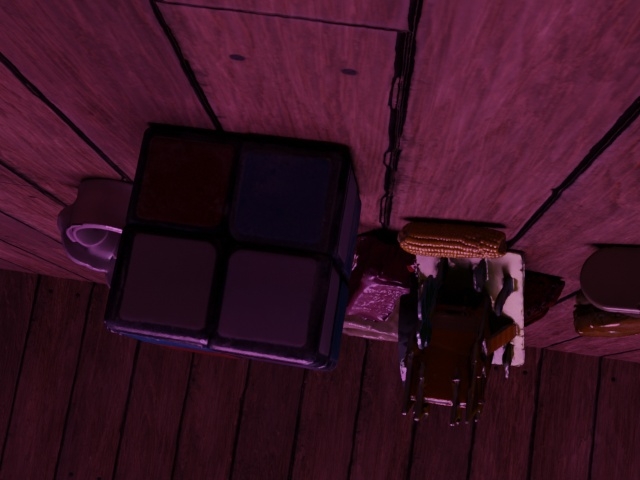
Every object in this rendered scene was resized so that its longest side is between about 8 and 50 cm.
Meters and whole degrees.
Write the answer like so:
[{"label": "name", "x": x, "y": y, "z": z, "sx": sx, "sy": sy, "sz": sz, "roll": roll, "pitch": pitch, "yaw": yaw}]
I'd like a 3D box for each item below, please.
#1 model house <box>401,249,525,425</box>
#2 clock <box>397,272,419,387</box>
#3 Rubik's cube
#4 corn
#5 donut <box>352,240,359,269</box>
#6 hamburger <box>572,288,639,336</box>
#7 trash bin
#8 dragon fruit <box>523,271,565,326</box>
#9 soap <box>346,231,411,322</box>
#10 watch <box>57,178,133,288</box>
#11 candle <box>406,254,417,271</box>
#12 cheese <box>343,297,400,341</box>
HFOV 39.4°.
[{"label": "model house", "x": 0.287, "y": 0.217, "z": 1.832, "sx": 0.242, "sy": 0.313, "sz": 0.358, "roll": 5, "pitch": 128, "yaw": 16}, {"label": "clock", "x": 0.253, "y": 0.236, "z": 2.284, "sx": 0.061, "sy": 0.313, "sz": 0.312, "roll": 0, "pitch": 168, "yaw": 15}, {"label": "Rubik's cube", "x": -0.116, "y": 0.026, "z": 1.393, "sx": 0.313, "sy": 0.316, "sz": 0.318, "roll": 8, "pitch": 169, "yaw": 8}, {"label": "corn", "x": 0.240, "y": 0.000, "z": 1.646, "sx": 0.206, "sy": 0.067, "sz": 0.067, "roll": 5, "pitch": 169, "yaw": 24}, {"label": "donut", "x": -0.007, "y": 0.005, "z": 1.727, "sx": 0.126, "sy": 0.144, "sz": 0.186, "roll": 26, "pitch": -154, "yaw": 27}, {"label": "hamburger", "x": 0.661, "y": 0.146, "z": 1.964, "sx": 0.189, "sy": 0.122, "sz": 0.215, "roll": 3, "pitch": 167, "yaw": -6}, {"label": "trash bin", "x": 0.641, "y": 0.089, "z": 1.677, "sx": 0.243, "sy": 0.121, "sz": 0.247, "roll": 2, "pitch": 172, "yaw": 34}, {"label": "dragon fruit", "x": 0.383, "y": 0.142, "z": 2.089, "sx": 0.317, "sy": 0.152, "sz": 0.205, "roll": 11, "pitch": 171, "yaw": -14}, {"label": "soap", "x": 0.112, "y": 0.082, "z": 1.905, "sx": 0.112, "sy": 0.182, "sz": 0.289, "roll": 12, "pitch": 175, "yaw": -11}, {"label": "watch", "x": -0.397, "y": -0.015, "z": 1.815, "sx": 0.248, "sy": 0.211, "sz": 0.217, "roll": 23, "pitch": 156, "yaw": -27}, {"label": "candle", "x": 0.186, "y": 0.054, "z": 2.057, "sx": 0.053, "sy": 0.048, "sz": 0.162, "roll": -37, "pitch": -168, "yaw": -35}, {"label": "cheese", "x": 0.169, "y": 0.214, "z": 2.684, "sx": 0.292, "sy": 0.153, "sz": 0.332, "roll": 5, "pitch": 171, "yaw": 22}]
